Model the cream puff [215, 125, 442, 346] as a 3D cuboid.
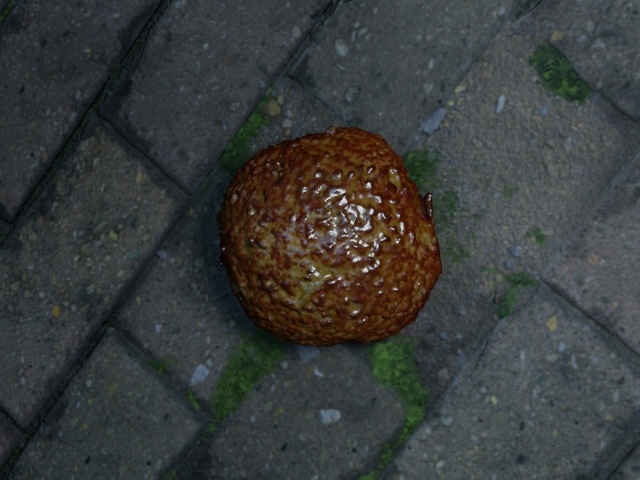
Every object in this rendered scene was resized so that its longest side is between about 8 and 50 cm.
[{"bbox_3d":[0.001,-0.005,1.782,0.350,0.229,0.350,-1,88,20],"label":"cream puff"}]
